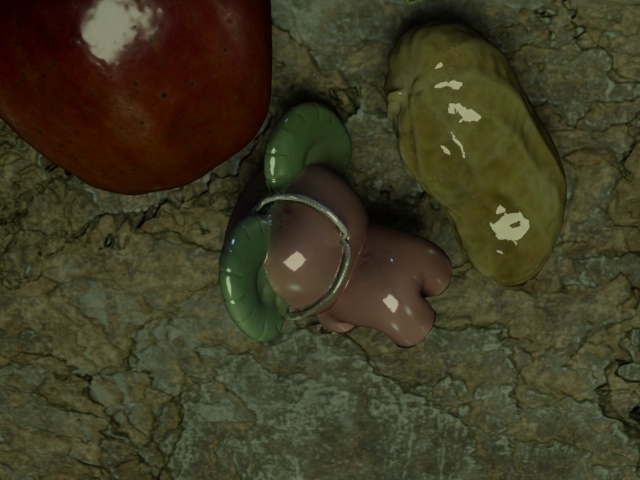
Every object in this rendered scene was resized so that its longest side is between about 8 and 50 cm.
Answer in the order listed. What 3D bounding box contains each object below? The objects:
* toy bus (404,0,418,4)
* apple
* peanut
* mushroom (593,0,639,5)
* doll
[{"bbox_3d":[0.072,-0.397,1.793,0.113,0.139,0.301,-19,132,13],"label":"toy bus"},{"bbox_3d":[-0.219,-0.219,1.901,0.329,0.295,0.365,19,151,41],"label":"apple"},{"bbox_3d":[0.186,-0.102,1.980,0.158,0.174,0.340,-24,125,24],"label":"peanut"},{"bbox_3d":[0.321,-0.358,1.727,0.356,0.315,0.315,-19,124,9],"label":"mushroom"},{"bbox_3d":[0.000,0.000,2.021,0.216,0.284,0.268,8,159,34],"label":"doll"}]
